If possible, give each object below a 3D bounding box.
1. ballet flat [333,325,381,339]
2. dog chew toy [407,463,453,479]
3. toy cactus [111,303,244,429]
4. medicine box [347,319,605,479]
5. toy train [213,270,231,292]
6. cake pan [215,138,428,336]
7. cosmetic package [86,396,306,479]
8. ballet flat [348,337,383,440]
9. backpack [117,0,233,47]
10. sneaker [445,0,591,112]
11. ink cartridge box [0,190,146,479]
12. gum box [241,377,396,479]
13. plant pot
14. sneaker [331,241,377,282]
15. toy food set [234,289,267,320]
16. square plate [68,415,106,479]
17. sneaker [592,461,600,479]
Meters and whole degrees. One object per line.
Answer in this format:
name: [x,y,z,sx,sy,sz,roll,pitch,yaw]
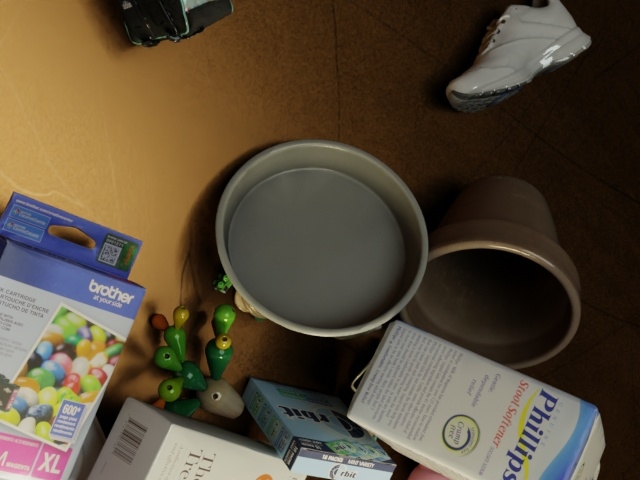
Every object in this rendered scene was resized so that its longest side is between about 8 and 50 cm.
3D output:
ballet flat: [0.088,0.105,1.469,0.168,0.057,0.052,-41,122,-23]
dog chew toy: [0.226,0.481,1.499,0.206,0.206,0.332,-22,95,-29]
toy cactus: [-0.173,0.190,1.300,0.180,0.112,0.219,45,66,-45]
medicine box: [0.219,0.256,1.319,0.149,0.289,0.263,-63,156,-11]
toy train: [-0.119,0.039,1.359,0.083,0.017,0.024,-54,127,-18]
cake pan: [0.000,0.000,1.333,0.293,0.054,0.293,5,64,-10]
cosmetic package: [-0.200,0.413,1.218,0.284,0.097,0.377,32,81,-51]
ballet flat: [0.067,0.252,1.465,0.073,0.080,0.232,30,73,-1]
backpack: [-0.192,-0.353,1.204,0.144,0.166,0.188,-38,115,-27]
sneaker: [0.300,-0.301,1.565,0.297,0.111,0.129,-33,93,-30]
ink cartridge box: [-0.324,0.120,1.116,0.185,0.065,0.311,25,84,-37]
gum box: [-0.006,0.263,1.341,0.157,0.184,0.041,18,102,-32]
plant pot: [0.261,0.029,1.464,0.263,0.263,0.229,49,36,-24]
sneaker: [0.084,0.014,1.434,0.223,0.098,0.083,-32,109,-26]
toy food set: [-0.078,0.072,1.383,0.082,0.020,0.083,33,75,-29]
square plate: [-0.430,0.226,1.131,0.344,0.049,0.347,-26,114,-28]
sneaker: [0.308,0.304,1.523,0.137,0.210,0.366,-35,110,-26]
